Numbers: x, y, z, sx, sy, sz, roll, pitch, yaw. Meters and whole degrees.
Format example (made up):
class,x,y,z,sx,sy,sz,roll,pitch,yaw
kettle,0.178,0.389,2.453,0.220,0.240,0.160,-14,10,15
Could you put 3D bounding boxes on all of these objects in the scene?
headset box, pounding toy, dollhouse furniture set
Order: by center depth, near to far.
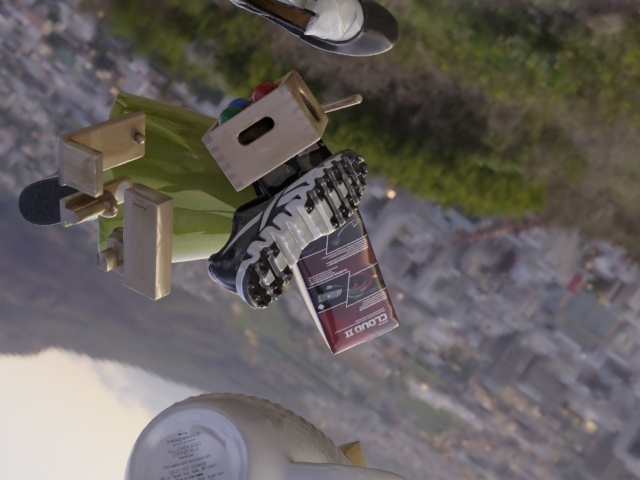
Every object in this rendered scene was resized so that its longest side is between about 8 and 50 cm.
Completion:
class,x,y,z,sx,sy,sz,roll,pitch,yaw
dollhouse furniture set,-0.191,-0.042,1.531,0.151,0.123,0.144,23,122,32
pounding toy,-0.045,-0.170,1.789,0.094,0.181,0.206,56,-167,-10
headset box,0.000,0.000,1.949,0.218,0.110,0.293,-122,9,-56

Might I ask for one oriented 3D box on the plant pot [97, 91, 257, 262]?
class,x,y,z,sx,sy,sz,roll,pitch,yaw
plant pot,-0.182,-0.084,2.183,0.293,0.275,0.275,5,171,-1

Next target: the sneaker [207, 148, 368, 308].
class,x,y,z,sx,sy,sz,roll,pitch,yaw
sneaker,-0.043,-0.026,1.550,0.106,0.234,0.078,15,144,40

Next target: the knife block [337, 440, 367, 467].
class,x,y,z,sx,sy,sz,roll,pitch,yaw
knife block,0.014,0.358,1.995,0.242,0.275,0.088,-18,86,55

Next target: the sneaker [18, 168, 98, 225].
class,x,y,z,sx,sy,sz,roll,pitch,yaw
sneaker,-0.396,-0.094,2.579,0.295,0.124,0.178,-6,-168,4

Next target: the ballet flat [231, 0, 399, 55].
class,x,y,z,sx,sy,sz,roll,pitch,yaw
ballet flat,-0.022,-0.341,2.048,0.280,0.095,0.096,19,-176,8

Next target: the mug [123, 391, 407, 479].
class,x,y,z,sx,sy,sz,roll,pitch,yaw
mug,-0.065,0.334,1.809,0.374,0.276,0.328,-4,157,18
